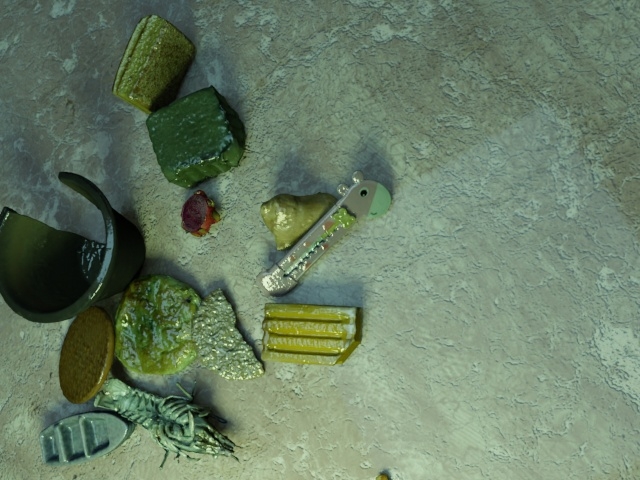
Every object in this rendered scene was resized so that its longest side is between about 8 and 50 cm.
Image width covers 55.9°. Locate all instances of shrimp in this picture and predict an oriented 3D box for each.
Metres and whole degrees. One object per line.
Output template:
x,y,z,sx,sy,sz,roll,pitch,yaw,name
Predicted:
-0.372,0.441,1.488,0.411,0.166,0.221,11,65,34,shrimp

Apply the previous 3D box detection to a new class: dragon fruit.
-0.310,-0.068,1.578,0.112,0.068,0.126,41,111,36,dragon fruit

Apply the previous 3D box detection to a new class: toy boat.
-0.612,0.516,1.595,0.283,0.078,0.127,-18,76,16,toy boat

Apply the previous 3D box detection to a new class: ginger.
-0.051,-0.074,1.463,0.193,0.122,0.115,-26,55,9,ginger

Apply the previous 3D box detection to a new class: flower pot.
-0.617,0.037,1.570,0.380,0.251,0.379,-3,80,18,flower pot

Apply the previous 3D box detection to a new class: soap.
-0.021,0.220,1.428,0.232,0.073,0.140,0,84,19,soap

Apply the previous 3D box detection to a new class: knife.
0.000,0.000,1.445,0.132,0.038,0.398,42,103,-16,knife

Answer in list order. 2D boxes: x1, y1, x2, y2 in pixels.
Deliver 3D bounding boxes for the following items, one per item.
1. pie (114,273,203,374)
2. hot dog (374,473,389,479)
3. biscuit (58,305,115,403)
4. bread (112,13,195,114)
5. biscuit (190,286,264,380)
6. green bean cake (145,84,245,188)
-0.421,0.224,1.567,0.277,0.078,0.276,-2,84,20,pie
0.154,0.590,1.340,0.044,0.028,0.137,-21,77,-11,hot dog
-0.621,0.302,1.607,0.262,0.037,0.261,-17,64,39,biscuit
-0.449,-0.464,1.616,0.111,0.184,0.234,26,91,15,bread
-0.249,0.253,1.503,0.133,0.032,0.250,-28,77,-8,biscuit
-0.318,-0.266,1.575,0.227,0.125,0.222,-24,73,13,green bean cake
